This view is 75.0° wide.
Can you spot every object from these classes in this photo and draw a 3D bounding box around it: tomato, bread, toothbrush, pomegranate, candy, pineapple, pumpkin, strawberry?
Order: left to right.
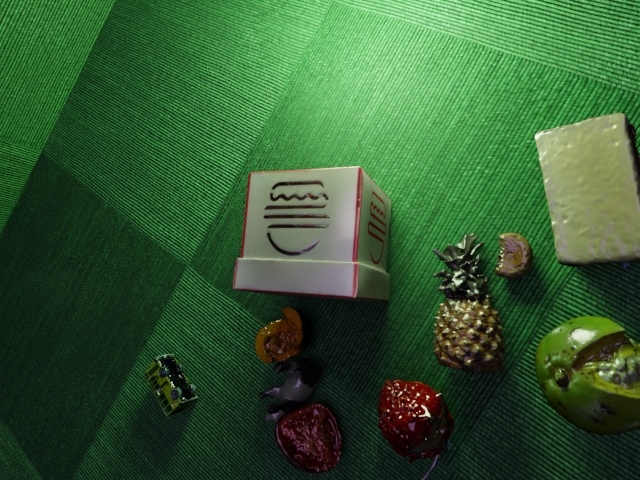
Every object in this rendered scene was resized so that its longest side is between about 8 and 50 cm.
[{"bbox_3d":[-0.092,0.272,1.192,0.183,0.108,0.119,-39,62,22],"label":"pumpkin"},{"bbox_3d":[-0.032,0.537,1.128,0.167,0.082,0.174,-19,74,-15],"label":"tomato"},{"bbox_3d":[0.215,0.423,1.009,0.201,0.187,0.184,35,123,51],"label":"strawberry"},{"bbox_3d":[0.275,0.564,1.041,0.162,0.014,0.017,-56,47,8],"label":"toothbrush"},{"bbox_3d":[0.352,0.136,1.002,0.169,0.169,0.340,-2,75,23],"label":"pineapple"},{"bbox_3d":[0.469,0.039,1.009,0.082,0.060,0.113,10,88,25],"label":"bread"},{"bbox_3d":[0.601,-0.102,0.912,0.180,0.135,0.320,-14,77,42],"label":"candy"},{"bbox_3d":[0.601,0.262,0.855,0.302,0.236,0.235,-10,76,-12],"label":"pomegranate"}]

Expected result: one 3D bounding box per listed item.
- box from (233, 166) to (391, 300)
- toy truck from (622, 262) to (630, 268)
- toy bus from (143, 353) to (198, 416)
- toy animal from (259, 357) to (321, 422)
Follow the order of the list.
[{"bbox_3d":[0.000,0.000,1.081,0.315,0.312,0.299,1,81,23],"label":"box"},{"bbox_3d":[0.729,0.017,0.903,0.074,0.063,0.136,39,101,41],"label":"toy truck"},{"bbox_3d":[-0.485,0.463,1.343,0.101,0.088,0.175,-45,69,13],"label":"toy bus"},{"bbox_3d":[-0.087,0.420,1.164,0.225,0.121,0.094,-59,35,5],"label":"toy animal"}]
